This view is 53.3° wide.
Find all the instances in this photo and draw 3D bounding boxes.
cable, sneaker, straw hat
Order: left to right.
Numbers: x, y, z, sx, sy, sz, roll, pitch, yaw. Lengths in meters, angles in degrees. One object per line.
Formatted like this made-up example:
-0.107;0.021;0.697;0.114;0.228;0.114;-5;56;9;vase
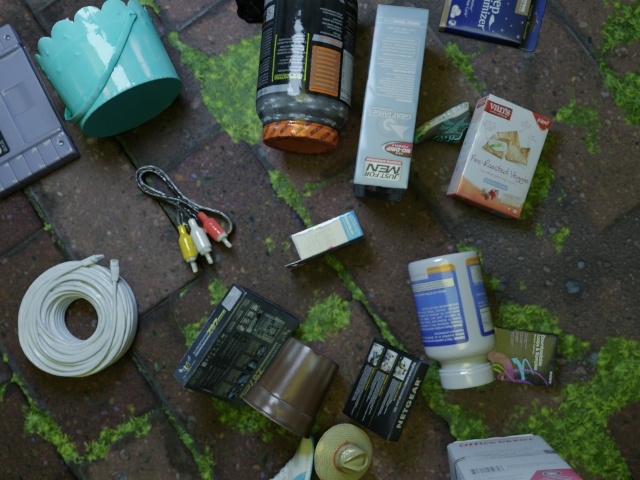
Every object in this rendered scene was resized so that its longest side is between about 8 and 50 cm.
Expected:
-0.540;0.173;1.424;0.257;0.089;0.257;-13;85;3;cable
-0.302;-0.074;1.437;0.139;0.072;0.287;-36;84;-5;cable
-0.069;0.524;1.367;0.092;0.087;0.228;17;84;9;sneaker
0.064;0.460;1.343;0.145;0.061;0.144;1;89;-28;straw hat
0.278;-0.243;1.407;0.167;0.065;0.076;-30;96;-18;sneaker

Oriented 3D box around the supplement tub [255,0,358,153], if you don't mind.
-0.031;-0.369;1.378;0.207;0.207;0.337;5;85;4;supplement tub

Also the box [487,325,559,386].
0.430;0.250;1.387;0.162;0.029;0.116;6;86;3;box

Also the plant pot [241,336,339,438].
-0.052;0.305;1.354;0.167;0.167;0.165;31;80;5;plant pot

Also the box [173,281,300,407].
-0.173;0.226;1.355;0.059;0.183;0.232;32;88;47;box

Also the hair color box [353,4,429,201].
0.148;-0.284;1.370;0.114;0.185;0.374;7;86;4;hair color box

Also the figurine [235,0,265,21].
-0.158;-0.627;1.405;0.092;0.209;0.214;-2;85;3;figurine

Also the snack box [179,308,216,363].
-0.246;0.215;1.395;0.037;0.100;0.141;34;87;5;snack box

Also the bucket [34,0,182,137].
-0.449;-0.361;1.378;0.281;0.281;0.183;-31;88;1;bucket

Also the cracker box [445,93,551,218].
0.388;-0.180;1.390;0.156;0.067;0.232;19;86;-10;cracker box

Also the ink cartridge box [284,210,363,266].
0.000;0.000;1.396;0.181;0.104;0.061;-22;84;1;ink cartridge box

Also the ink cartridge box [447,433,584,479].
0.375;0.483;1.245;0.207;0.283;0.117;-7;89;3;ink cartridge box

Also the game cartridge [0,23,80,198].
-0.745;-0.300;1.492;0.230;0.068;0.355;-29;84;-3;game cartridge

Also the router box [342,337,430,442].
0.138;0.317;1.357;0.133;0.046;0.178;21;87;43;router box

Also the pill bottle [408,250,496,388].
0.283;0.166;1.342;0.152;0.152;0.271;-10;85;3;pill bottle

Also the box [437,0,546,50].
0.394;-0.522;1.452;0.225;0.036;0.136;14;86;3;box
